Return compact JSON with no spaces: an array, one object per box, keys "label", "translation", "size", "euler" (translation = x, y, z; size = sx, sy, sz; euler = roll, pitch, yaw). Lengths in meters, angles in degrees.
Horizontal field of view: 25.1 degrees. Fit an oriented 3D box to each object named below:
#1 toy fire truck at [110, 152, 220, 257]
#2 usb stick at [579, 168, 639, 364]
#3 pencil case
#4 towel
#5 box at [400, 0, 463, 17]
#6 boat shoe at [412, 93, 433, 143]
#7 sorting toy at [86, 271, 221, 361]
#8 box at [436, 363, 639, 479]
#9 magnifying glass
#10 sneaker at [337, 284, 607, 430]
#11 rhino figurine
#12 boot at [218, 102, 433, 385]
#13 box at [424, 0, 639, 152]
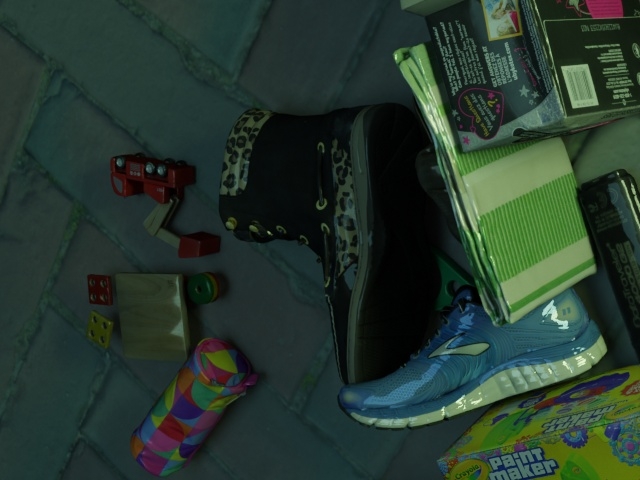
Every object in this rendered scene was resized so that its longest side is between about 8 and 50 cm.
[{"label":"toy fire truck","translation":[-0.234,-0.053,2.136],"size":[0.192,0.047,0.135],"euler":[12,107,37]},{"label":"usb stick","translation":[0.377,0.055,1.683],"size":[0.077,0.045,0.278],"euler":[-24,84,45]},{"label":"pencil case","translation":[-0.191,0.249,2.128],"size":[0.104,0.104,0.236],"euler":[52,126,19]},{"label":"towel","translation":[0.210,-0.086,1.647],"size":[0.038,0.248,0.325],"euler":[-19,93,41]},{"label":"box","translation":[0.170,-0.386,1.682],"size":[0.148,0.127,0.232],"euler":[-16,76,38]},{"label":"boat shoe","translation":[0.172,-0.117,1.795],"size":[0.183,0.066,0.066],"euler":[53,124,17]},{"label":"sorting toy","translation":[-0.249,0.112,2.179],"size":[0.274,0.046,0.132],"euler":[-1,98,38]},{"label":"box","translation":[0.338,0.309,1.644],"size":[0.290,0.177,0.279],"euler":[-19,99,38]},{"label":"magnifying glass","translation":[0.183,0.063,1.850],"size":[0.231,0.026,0.092],"euler":[17,108,37]},{"label":"sneaker","translation":[0.172,0.134,1.757],"size":[0.330,0.130,0.147],"euler":[-21,87,9]},{"label":"rhino figurine","translation":[0.197,-0.034,1.746],"size":[0.106,0.073,0.243],"euler":[-12,127,30]},{"label":"boot","translation":[0.000,0.000,1.891],"size":[0.284,0.138,0.377],"euler":[11,107,45]},{"label":"box","translation":[0.254,-0.197,1.601],"size":[0.142,0.247,0.163],"euler":[-17,87,40]}]
